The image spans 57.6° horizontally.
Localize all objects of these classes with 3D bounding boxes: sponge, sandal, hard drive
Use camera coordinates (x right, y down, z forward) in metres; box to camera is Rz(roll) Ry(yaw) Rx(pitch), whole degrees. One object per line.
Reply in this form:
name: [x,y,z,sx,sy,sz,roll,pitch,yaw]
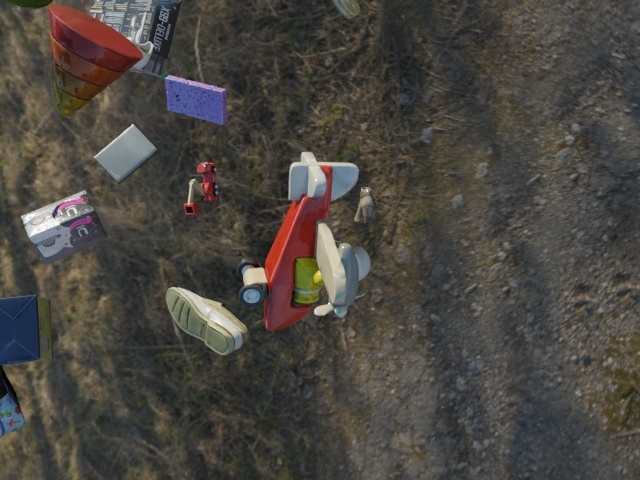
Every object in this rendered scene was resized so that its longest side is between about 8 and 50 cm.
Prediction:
sponge: [-0.411,-0.465,1.929,0.210,0.031,0.117,17,128,12]
sandal: [0.030,-0.636,1.356,0.079,0.088,0.240,-18,125,44]
hard drive: [-0.511,-0.227,1.534,0.135,0.022,0.094,-44,89,-11]

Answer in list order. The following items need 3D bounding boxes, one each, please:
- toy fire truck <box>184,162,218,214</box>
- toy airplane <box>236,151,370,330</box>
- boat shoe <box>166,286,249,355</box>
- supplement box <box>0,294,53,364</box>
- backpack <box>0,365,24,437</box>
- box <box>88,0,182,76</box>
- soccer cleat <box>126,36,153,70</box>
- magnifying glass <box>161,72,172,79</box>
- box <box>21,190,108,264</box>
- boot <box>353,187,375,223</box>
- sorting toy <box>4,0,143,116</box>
toy fire truck: [-0.438,-0.190,2.129,0.047,0.135,0.192,-1,93,34]
toy airplane: [0.000,0.000,1.308,0.384,0.272,0.386,-36,38,59]
boat shoe: [-0.349,0.239,1.787,0.302,0.103,0.113,36,121,25]
supplement box: [-0.390,0.118,0.762,0.083,0.056,0.083,142,123,-73]
backpack: [-0.668,0.319,1.130,0.158,0.117,0.173,-9,110,33]
box: [-0.519,-0.586,1.582,0.307,0.076,0.243,18,95,35]
soccer cleat: [-0.459,-0.429,1.316,0.068,0.196,0.076,48,117,7]
magnifying glass: [-0.497,-0.545,1.981,0.230,0.092,0.026,26,94,-14]
box: [-0.960,-0.049,2.194,0.142,0.247,0.163,48,156,37]
boot: [0.107,-0.086,1.416,0.118,0.042,0.087,-162,71,-77]
sorting toy: [-0.412,-0.286,0.758,0.365,0.127,0.126,34,109,3]
